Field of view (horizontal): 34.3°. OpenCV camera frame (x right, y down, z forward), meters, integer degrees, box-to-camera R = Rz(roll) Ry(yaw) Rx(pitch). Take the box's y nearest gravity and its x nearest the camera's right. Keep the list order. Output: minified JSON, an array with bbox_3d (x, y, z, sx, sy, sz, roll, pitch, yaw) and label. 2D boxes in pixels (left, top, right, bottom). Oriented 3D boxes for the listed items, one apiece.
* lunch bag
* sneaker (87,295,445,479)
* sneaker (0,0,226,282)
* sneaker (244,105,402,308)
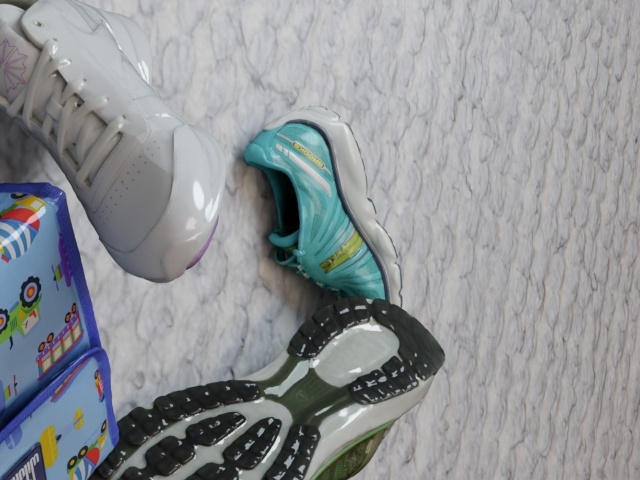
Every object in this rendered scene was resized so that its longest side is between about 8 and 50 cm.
[{"bbox_3d":[-0.255,0.131,0.722,0.221,0.138,0.293,-54,145,-42],"label":"lunch bag"},{"bbox_3d":[-0.050,0.215,0.953,0.410,0.158,0.182,-25,139,-35],"label":"sneaker"},{"bbox_3d":[-0.171,-0.081,0.727,0.152,0.305,0.114,20,114,-43],"label":"sneaker"},{"bbox_3d":[0.000,0.000,1.067,0.110,0.107,0.275,-32,111,-25],"label":"sneaker"}]
